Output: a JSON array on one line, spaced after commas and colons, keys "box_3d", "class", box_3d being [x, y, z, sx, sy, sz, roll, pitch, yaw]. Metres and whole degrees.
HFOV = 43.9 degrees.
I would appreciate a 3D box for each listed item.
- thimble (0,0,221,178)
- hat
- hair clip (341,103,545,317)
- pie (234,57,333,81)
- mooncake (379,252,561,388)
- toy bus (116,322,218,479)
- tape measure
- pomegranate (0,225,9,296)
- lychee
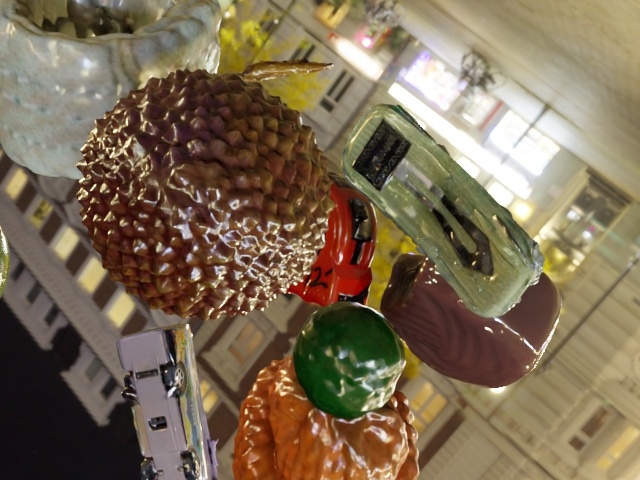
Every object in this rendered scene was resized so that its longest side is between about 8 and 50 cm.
[{"box_3d": [-0.269, -0.216, 1.005, 0.291, 0.195, 0.291, 6, -144, -5], "class": "thimble"}, {"box_3d": [0.042, 0.246, 1.028, 0.285, 0.400, 0.285, 10, -123, -15], "class": "hat"}, {"box_3d": [0.162, -0.044, 1.027, 0.091, 0.138, 0.321, -8, -130, -44], "class": "hair clip"}, {"box_3d": [-0.079, -0.305, 1.424, 0.191, 0.033, 0.088, -10, -177, -15], "class": "pie"}, {"box_3d": [0.248, 0.119, 1.378, 0.325, 0.174, 0.334, 9, 149, 48], "class": "mooncake"}, {"box_3d": [-0.254, 0.305, 1.370, 0.138, 0.112, 0.317, -12, -88, -75], "class": "toy bus"}, {"box_3d": [0.000, 0.000, 1.488, 0.253, 0.261, 0.114, 17, -174, 44], "class": "tape measure"}, {"box_3d": [-0.589, 0.083, 1.178, 0.216, 0.310, 0.358, 38, 159, 12], "class": "pomegranate"}, {"box_3d": [-0.103, -0.037, 0.740, 0.271, 0.271, 0.271, 35, -167, -9], "class": "lychee"}]
